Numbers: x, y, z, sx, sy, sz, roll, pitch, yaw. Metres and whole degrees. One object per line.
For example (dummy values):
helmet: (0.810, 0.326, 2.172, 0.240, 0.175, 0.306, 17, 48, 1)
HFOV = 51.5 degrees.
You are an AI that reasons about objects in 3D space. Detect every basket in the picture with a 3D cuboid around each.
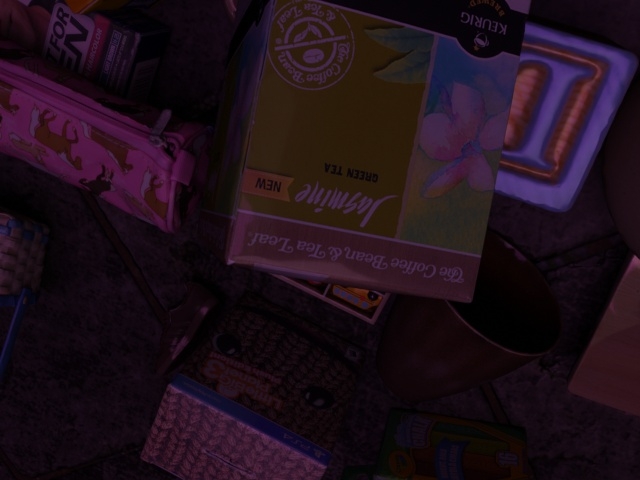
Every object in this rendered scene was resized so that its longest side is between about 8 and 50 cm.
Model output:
basket: (-0.591, 0.072, 1.095, 0.254, 0.201, 0.289, 23, 84, 6)

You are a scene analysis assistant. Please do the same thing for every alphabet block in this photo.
alphabet block: (0.236, -0.171, 0.801, 0.193, 0.197, 0.192, 21, 114, 6)

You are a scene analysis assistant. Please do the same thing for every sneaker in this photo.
sneaker: (-0.238, 0.148, 1.135, 0.071, 0.066, 0.188, 42, 111, 14)

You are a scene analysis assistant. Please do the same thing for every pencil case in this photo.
pencil case: (-0.324, -0.152, 0.863, 0.386, 0.160, 0.167, 25, 119, 4)

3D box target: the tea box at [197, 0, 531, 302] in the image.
tea box: (0.017, -0.128, 0.670, 0.219, 0.329, 0.324, 9, 91, -15)

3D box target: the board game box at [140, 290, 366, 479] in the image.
board game box: (-0.085, 0.239, 0.995, 0.232, 0.291, 0.141, 26, 115, 3)

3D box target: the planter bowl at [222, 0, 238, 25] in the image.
planter bowl: (-0.062, -0.324, 0.868, 0.162, 0.109, 0.162, 5, 113, 13)

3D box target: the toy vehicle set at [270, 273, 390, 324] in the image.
toy vehicle set: (0.000, 0.000, 1.019, 0.266, 0.035, 0.166, 26, 115, 4)

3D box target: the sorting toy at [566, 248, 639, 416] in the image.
sorting toy: (0.506, 0.124, 0.904, 0.257, 0.089, 0.256, 18, 114, 7)

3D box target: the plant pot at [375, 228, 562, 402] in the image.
plant pot: (0.181, 0.128, 0.947, 0.215, 0.215, 0.230, 35, 130, -1)

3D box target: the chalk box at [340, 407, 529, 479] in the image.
chalk box: (0.171, 0.395, 1.050, 0.288, 0.180, 0.179, 6, 112, 11)

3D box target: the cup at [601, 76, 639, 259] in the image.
cup: (0.500, -0.085, 0.692, 0.331, 0.237, 0.331, 0, 93, 8)

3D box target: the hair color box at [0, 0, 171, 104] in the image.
hair color box: (-0.414, -0.303, 0.971, 0.347, 0.105, 0.174, 28, 116, 3)

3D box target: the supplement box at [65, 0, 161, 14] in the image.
supplement box: (-0.286, -0.489, 0.815, 0.195, 0.194, 0.357, -27, 102, 23)
